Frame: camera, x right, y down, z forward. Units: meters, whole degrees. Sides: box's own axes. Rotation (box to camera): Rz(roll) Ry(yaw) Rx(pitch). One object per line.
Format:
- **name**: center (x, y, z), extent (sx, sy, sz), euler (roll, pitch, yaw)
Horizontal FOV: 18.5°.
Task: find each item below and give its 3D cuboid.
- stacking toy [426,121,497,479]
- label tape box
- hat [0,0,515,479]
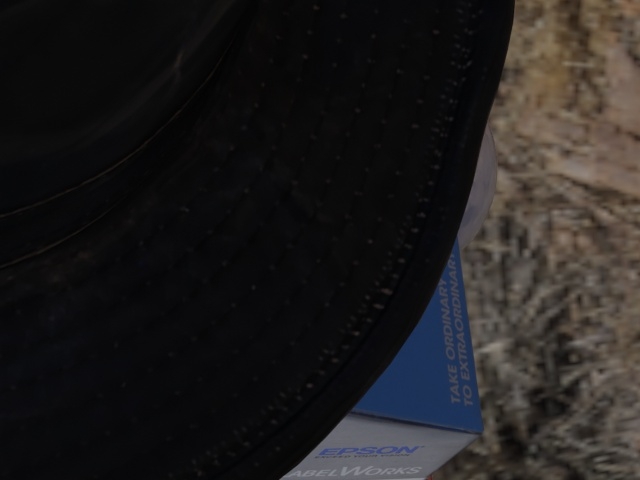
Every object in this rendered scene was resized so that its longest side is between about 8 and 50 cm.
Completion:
- **stacking toy**: center (-0.018, 0.112, 1.278), extent (0.350, 0.350, 0.480), euler (41, 111, 32)
- **label tape box**: center (0.000, 0.000, 0.955), extent (0.333, 0.106, 0.240), euler (128, 140, -61)
- **hat**: center (-0.086, -0.086, 0.338), extent (0.134, 0.331, 0.331), euler (-27, 73, 61)
